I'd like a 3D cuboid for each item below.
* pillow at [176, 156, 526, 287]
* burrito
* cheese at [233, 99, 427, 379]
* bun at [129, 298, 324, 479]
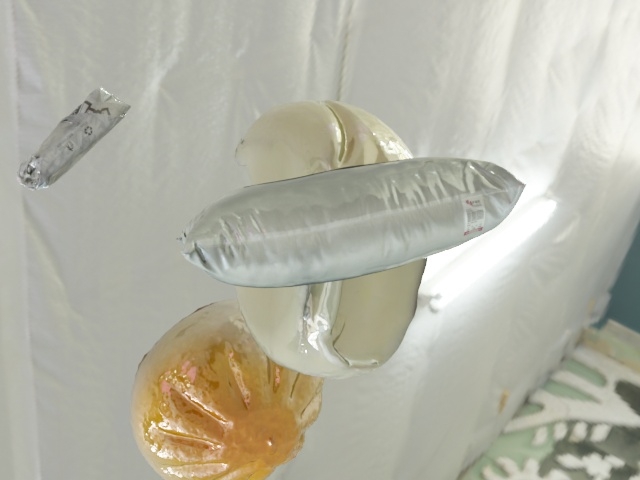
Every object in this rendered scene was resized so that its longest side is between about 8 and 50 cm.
[{"bbox_3d":[0.014,-0.015,0.676,0.254,0.144,0.078,-11,-80,-14],"label":"pillow"},{"bbox_3d":[-0.368,-0.151,1.326,0.203,0.064,0.064,-49,-29,-18],"label":"burrito"},{"bbox_3d":[0.000,0.000,0.871,0.127,0.233,0.266,1,-69,-29],"label":"cheese"},{"bbox_3d":[-0.109,0.236,1.252,0.299,0.165,0.299,-16,-56,-26],"label":"bun"}]
